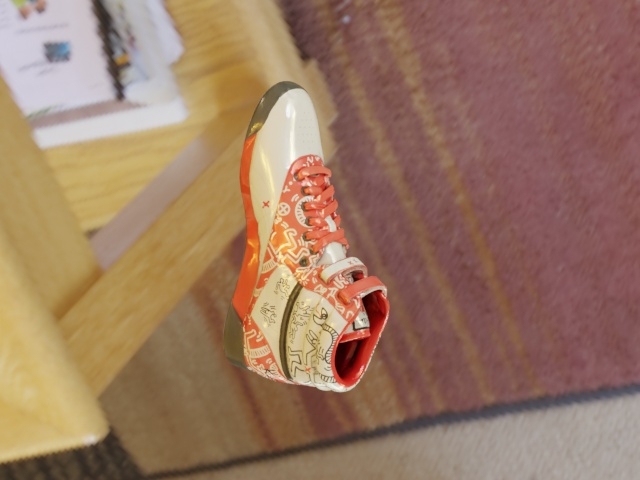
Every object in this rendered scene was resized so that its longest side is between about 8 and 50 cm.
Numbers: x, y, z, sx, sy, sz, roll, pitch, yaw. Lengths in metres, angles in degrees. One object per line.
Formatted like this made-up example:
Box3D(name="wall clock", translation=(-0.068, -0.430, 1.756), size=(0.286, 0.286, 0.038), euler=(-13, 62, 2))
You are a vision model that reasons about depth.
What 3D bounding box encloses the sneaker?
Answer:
Box3D(name="sneaker", translation=(0.001, 0.001, 1.402), size=(0.145, 0.090, 0.270), euler=(15, 101, 36))
